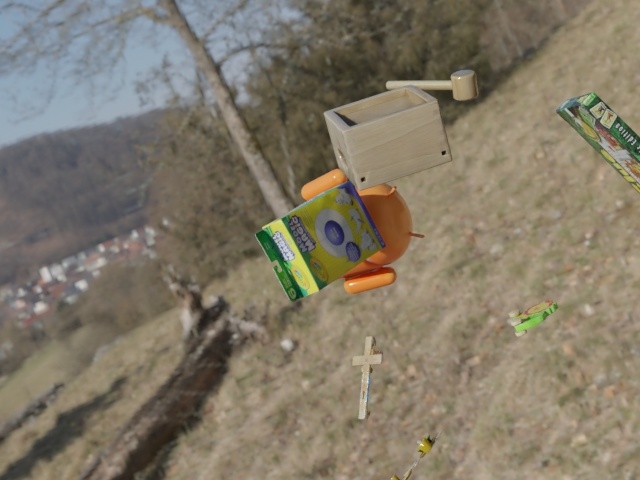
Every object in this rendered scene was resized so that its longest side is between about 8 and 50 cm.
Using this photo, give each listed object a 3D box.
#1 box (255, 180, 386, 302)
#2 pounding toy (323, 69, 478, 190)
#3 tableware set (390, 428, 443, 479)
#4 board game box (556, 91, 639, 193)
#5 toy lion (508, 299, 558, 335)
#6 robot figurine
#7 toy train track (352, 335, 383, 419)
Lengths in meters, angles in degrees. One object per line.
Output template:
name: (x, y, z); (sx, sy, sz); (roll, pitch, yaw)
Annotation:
box: (0.000, 0.000, 1.332); (0.043, 0.105, 0.179); (-25, 5, 45)
pounding toy: (0.118, -0.151, 1.373); (0.206, 0.094, 0.181); (-18, 20, -5)
tableware set: (0.157, 0.395, 1.833); (0.104, 0.024, 0.154); (-43, -13, -52)
board game box: (0.445, -0.105, 1.454); (0.030, 0.259, 0.136); (-46, 3, 3)
toy lion: (0.422, 0.147, 2.047); (0.096, 0.034, 0.100); (-24, 7, 11)
robot figurine: (0.042, -0.010, 1.508); (0.219, 0.158, 0.128); (-19, -23, 36)
toy train track: (0.050, 0.140, 1.054); (0.014, 0.083, 0.048); (15, -16, -32)
